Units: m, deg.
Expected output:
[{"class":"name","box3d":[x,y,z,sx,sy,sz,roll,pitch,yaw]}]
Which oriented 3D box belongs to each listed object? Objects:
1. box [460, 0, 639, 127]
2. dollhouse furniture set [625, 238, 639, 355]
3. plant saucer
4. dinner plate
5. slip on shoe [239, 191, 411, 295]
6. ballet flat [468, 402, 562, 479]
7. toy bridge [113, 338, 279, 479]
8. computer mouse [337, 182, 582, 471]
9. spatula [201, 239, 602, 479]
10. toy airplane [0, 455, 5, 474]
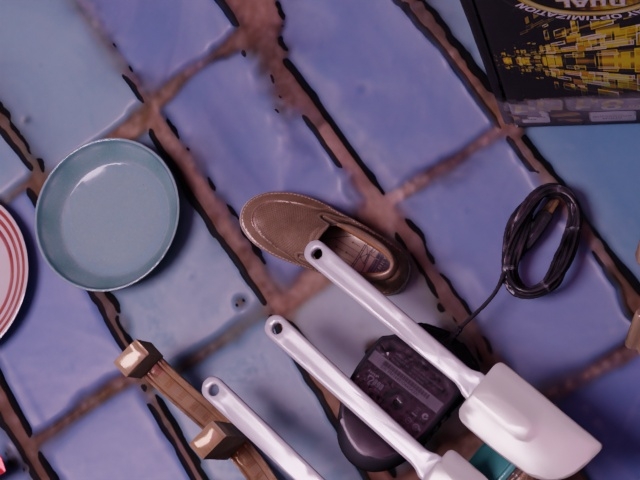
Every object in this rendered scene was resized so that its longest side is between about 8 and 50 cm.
[{"class":"box","box3d":[0.281,-0.155,0.677,0.395,0.318,0.097,0,80,14]},{"class":"dollhouse furniture set","box3d":[0.301,0.154,0.672,0.198,0.303,0.286,-13,58,-4]},{"class":"plant saucer","box3d":[-0.160,-0.018,0.925,0.119,0.021,0.119,-3,78,15]},{"class":"dinner plate","box3d":[-0.291,0.030,0.954,0.141,0.017,0.141,-3,79,14]},{"class":"slip on shoe","box3d":[0.000,0.000,0.868,0.135,0.041,0.051,28,88,18]},{"class":"ballet flat","box3d":[0.100,0.197,0.799,0.067,0.073,0.206,42,95,-9]},{"class":"toy bridge","box3d":[-0.070,0.140,0.848,0.026,0.063,0.188,-45,73,3]},{"class":"computer mouse","box3d":[0.099,0.060,0.837,0.071,0.041,0.242,40,85,20]},{"class":"spatula","box3d":[0.036,0.121,0.789,0.242,0.019,0.168,39,93,25]},{"class":"toy airplane","box3d":[-0.260,0.220,0.903,0.151,0.028,0.151,-3,79,16]}]
